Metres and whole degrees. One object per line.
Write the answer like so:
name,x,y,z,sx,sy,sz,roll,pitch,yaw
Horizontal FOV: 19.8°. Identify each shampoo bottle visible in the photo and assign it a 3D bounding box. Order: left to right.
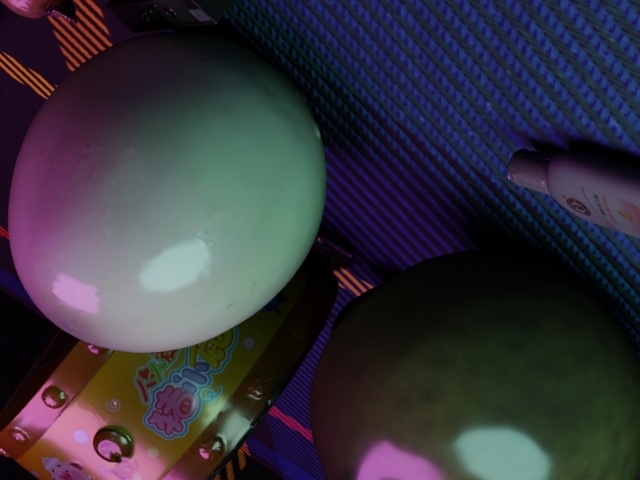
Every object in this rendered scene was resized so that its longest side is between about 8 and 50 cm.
shampoo bottle,0.219,-0.039,1.446,0.165,0.040,0.080,21,161,42

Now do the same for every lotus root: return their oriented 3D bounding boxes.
lotus root,-0.305,-0.266,1.869,0.152,0.063,0.072,38,156,5

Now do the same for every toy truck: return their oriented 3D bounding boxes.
toy truck,0.000,0.000,2.086,0.083,0.024,0.032,33,143,4

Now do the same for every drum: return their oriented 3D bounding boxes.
drum,-0.186,0.136,2.171,0.214,0.431,0.431,38,165,-9

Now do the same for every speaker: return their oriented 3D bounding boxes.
speaker,-0.136,-0.220,1.666,0.040,0.046,0.191,42,165,-24

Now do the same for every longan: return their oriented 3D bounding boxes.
longan,0.149,0.156,1.706,0.319,0.319,0.319,33,165,10

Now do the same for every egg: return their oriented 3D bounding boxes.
egg,-0.145,-0.040,1.693,0.283,0.345,0.283,11,125,17

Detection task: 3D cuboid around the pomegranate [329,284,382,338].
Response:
pomegranate,0.075,0.111,2.054,0.143,0.122,0.169,21,-161,32

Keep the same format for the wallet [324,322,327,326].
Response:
wallet,-0.060,0.077,2.458,0.095,0.026,0.176,49,160,-25
